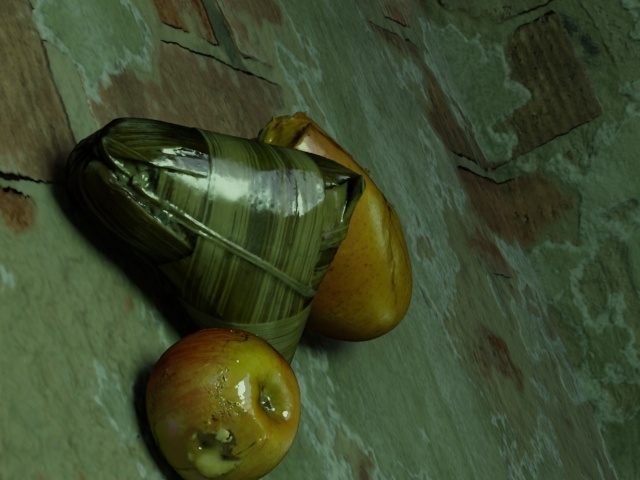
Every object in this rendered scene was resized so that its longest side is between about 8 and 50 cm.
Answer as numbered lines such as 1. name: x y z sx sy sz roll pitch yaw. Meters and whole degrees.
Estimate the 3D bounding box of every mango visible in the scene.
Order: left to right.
1. mango: 0.000 0.000 1.652 0.199 0.201 0.350 -58 138 -23

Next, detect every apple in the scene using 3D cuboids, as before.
1. apple: -0.083 0.147 1.319 0.146 0.146 0.146 50 24 -33

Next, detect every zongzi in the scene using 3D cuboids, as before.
1. zongzi: -0.121 0.038 1.403 0.286 0.288 0.134 11 12 -29
